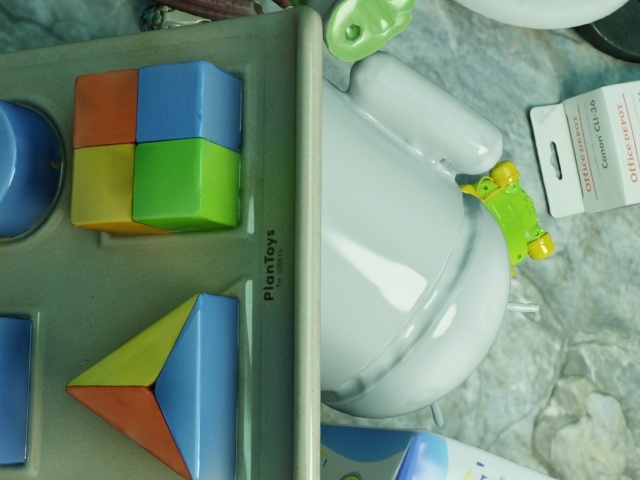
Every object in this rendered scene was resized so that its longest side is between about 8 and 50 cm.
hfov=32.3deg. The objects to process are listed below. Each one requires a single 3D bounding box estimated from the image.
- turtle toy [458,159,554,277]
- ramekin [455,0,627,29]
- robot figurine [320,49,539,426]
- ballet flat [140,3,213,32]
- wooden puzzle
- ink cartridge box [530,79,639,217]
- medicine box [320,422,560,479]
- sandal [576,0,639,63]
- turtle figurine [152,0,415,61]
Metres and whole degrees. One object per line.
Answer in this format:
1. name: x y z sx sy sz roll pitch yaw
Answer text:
1. turtle toy: 0.137 -0.007 0.972 0.130 0.066 0.095 -29 95 -24
2. ramekin: 0.200 -0.339 0.970 0.277 0.135 0.277 4 71 -11
3. robot figurine: 0.000 0.000 0.836 0.353 0.199 0.300 37 110 -16
4. ballet flat: -0.089 -0.176 0.909 0.114 0.041 0.041 1 83 -24
5. wooden puzzle: -0.158 0.024 0.696 0.080 0.348 0.322 13 76 -60
6. ink cartridge box: 0.306 -0.093 1.058 0.198 0.067 0.115 -12 89 -25
7. medicine box: 0.103 0.245 0.815 0.289 0.263 0.149 23 74 -20
8. sandal: 0.440 -0.299 1.123 0.446 0.107 0.167 -19 90 -24
9. turtle figurine: -0.006 -0.254 0.818 0.275 0.266 0.197 -9 120 -21
